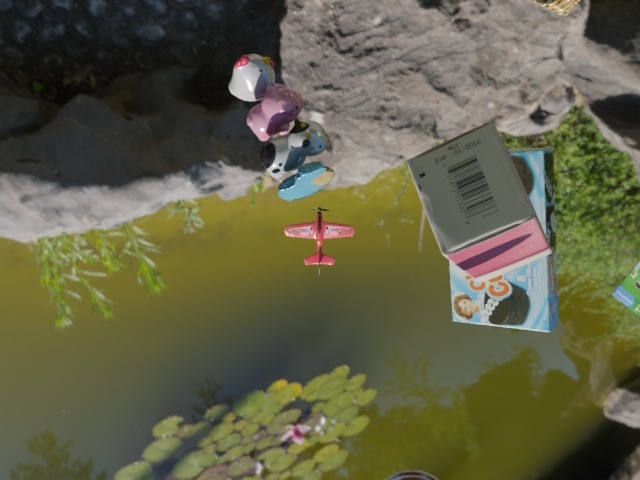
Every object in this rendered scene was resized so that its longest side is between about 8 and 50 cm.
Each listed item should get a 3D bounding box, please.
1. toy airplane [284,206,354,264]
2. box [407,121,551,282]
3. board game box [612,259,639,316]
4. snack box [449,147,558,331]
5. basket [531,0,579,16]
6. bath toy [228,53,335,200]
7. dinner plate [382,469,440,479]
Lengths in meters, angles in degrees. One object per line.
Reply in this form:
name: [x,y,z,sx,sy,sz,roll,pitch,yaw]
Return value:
toy airplane: [0.000,0.000,1.359,0.151,0.028,0.151,0,108,1]
box: [0.234,-0.044,0.900,0.127,0.149,0.232,-25,159,18]
board game box: [0.575,0.056,0.958,0.039,0.160,0.211,-17,141,-42]
snack box: [0.329,-0.002,1.154,0.060,0.187,0.322,-18,105,-51]
basket: [0.470,-0.629,1.202,0.223,0.213,0.299,11,147,-27]
bath toy: [-0.092,-0.263,1.343,0.151,0.348,0.129,-26,163,-2]
dinner plate: [0.120,0.381,0.846,0.141,0.141,0.017,-40,133,4]
